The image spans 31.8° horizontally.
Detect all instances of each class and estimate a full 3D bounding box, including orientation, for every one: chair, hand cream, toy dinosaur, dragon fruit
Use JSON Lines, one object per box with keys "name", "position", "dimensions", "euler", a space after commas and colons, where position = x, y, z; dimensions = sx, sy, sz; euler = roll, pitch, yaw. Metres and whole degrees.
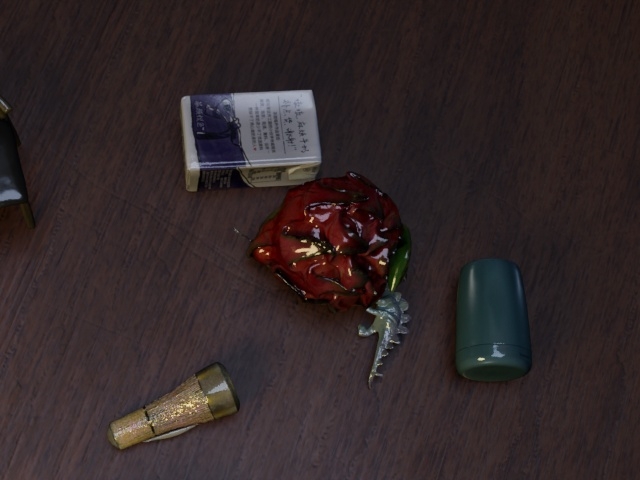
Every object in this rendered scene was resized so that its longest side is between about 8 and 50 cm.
{"name": "chair", "position": [-0.535, -0.113, 1.678], "dimensions": [0.188, 0.272, 0.166], "euler": [-12, 73, -11]}
{"name": "hand cream", "position": [-0.226, 0.259, 1.700], "dimensions": [0.203, 0.084, 0.084], "euler": [-23, 76, -9]}
{"name": "toy dinosaur", "position": [0.103, 0.136, 1.803], "dimensions": [0.082, 0.039, 0.209], "euler": [12, 71, -5]}
{"name": "dragon fruit", "position": [0.000, 0.000, 1.747], "dimensions": [0.293, 0.234, 0.234], "euler": [1, 70, 12]}

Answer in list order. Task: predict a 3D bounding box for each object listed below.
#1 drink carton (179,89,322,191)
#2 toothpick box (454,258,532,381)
{"name": "drink carton", "position": [-0.115, -0.164, 1.844], "dimensions": [0.222, 0.102, 0.134], "euler": [-4, 70, -9]}
{"name": "toothpick box", "position": [0.273, 0.124, 1.788], "dimensions": [0.120, 0.120, 0.184], "euler": [4, 69, -6]}
